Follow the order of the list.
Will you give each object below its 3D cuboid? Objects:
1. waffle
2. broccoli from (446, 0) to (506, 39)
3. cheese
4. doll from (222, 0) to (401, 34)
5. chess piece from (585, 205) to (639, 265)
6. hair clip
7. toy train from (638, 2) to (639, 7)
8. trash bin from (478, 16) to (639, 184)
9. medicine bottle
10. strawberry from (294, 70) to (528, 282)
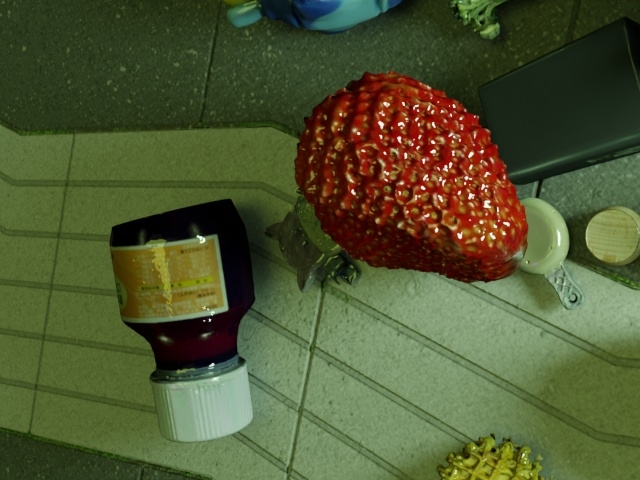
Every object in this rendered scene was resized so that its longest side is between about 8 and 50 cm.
[{"bbox_3d":[0.262,0.389,1.343,0.197,0.070,0.193,-35,72,25],"label":"waffle"},{"bbox_3d":[0.283,-0.372,1.317,0.204,0.118,0.123,0,59,18],"label":"broccoli"},{"bbox_3d":[0.319,0.022,1.314,0.092,0.047,0.171,-17,81,33],"label":"cheese"},{"bbox_3d":[0.027,-0.462,1.442,0.376,0.187,0.366,34,97,41],"label":"doll"},{"bbox_3d":[0.410,-0.006,1.261,0.083,0.038,0.084,1,92,31],"label":"chess piece"},{"bbox_3d":[-0.004,-0.001,1.523,0.146,0.056,0.187,-46,64,17],"label":"hair clip"},{"bbox_3d":[0.500,-0.285,1.101,0.145,0.201,0.266,-47,66,25],"label":"toy train"},{"bbox_3d":[0.349,-0.182,1.256,0.225,0.115,0.165,-19,80,34],"label":"trash bin"},{"bbox_3d":[-0.219,0.139,1.555,0.242,0.242,0.395,-8,93,33],"label":"medicine bottle"},{"bbox_3d":[0.147,-0.065,1.281,0.351,0.312,0.267,35,85,34],"label":"strawberry"}]
